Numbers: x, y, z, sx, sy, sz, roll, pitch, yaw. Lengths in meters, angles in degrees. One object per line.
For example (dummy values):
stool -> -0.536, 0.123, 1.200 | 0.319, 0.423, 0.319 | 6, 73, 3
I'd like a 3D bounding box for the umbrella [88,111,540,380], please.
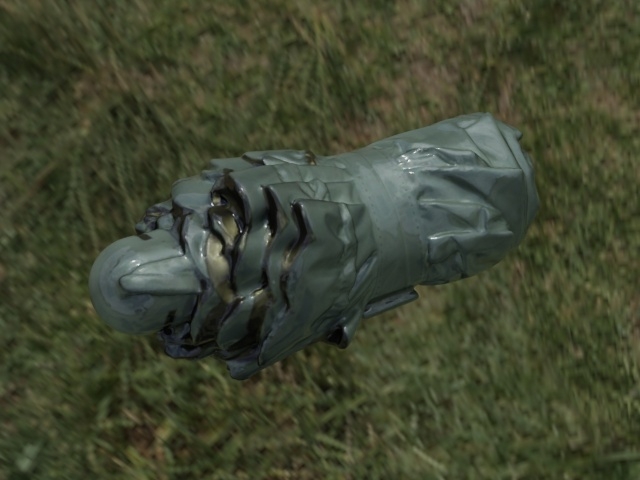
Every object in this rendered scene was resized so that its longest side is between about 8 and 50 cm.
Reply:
umbrella -> 0.000, 0.000, 0.507 | 0.143, 0.067, 0.062 | -14, 69, -32
